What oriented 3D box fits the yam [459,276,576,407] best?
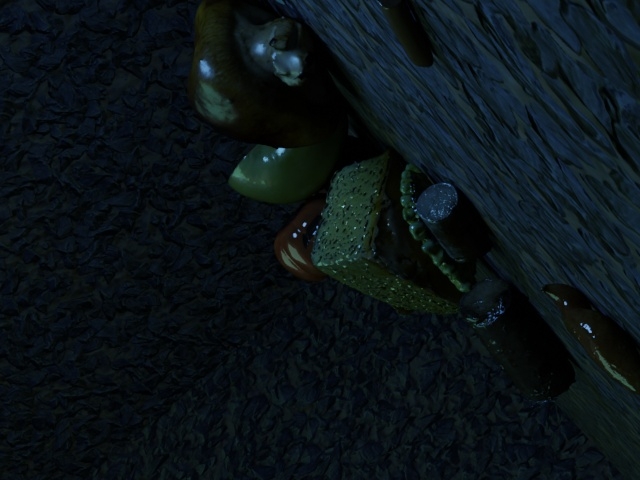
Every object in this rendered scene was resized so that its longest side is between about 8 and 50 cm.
[{"bbox_3d":[0.382,0.196,2.206,0.279,0.131,0.131,50,180,-31],"label":"yam"}]

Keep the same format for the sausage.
[{"bbox_3d":[0.085,-0.203,1.118,0.026,0.026,0.116,50,-179,32],"label":"sausage"}]

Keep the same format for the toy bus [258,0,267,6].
[{"bbox_3d":[-0.159,-0.462,2.206,0.178,0.087,0.098,53,-179,-30],"label":"toy bus"}]

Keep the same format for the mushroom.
[{"bbox_3d":[-0.084,-0.309,2.037,0.345,0.260,0.345,36,-148,-27],"label":"mushroom"}]

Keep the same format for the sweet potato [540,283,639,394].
[{"bbox_3d":[0.351,0.120,1.446,0.055,0.058,0.202,-3,-140,-31],"label":"sweet potato"}]

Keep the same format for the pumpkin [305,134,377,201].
[{"bbox_3d":[0.086,-0.097,2.620,0.320,0.192,0.320,49,-179,-1],"label":"pumpkin"}]

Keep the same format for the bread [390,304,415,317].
[{"bbox_3d":[0.190,0.034,2.466,0.192,0.210,0.110,49,176,-27],"label":"bread"}]

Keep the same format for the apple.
[{"bbox_3d":[-0.058,-0.219,2.398,0.233,0.295,0.258,11,-179,14],"label":"apple"}]

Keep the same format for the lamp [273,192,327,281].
[{"bbox_3d":[0.000,0.000,2.427,0.164,0.187,0.187,43,-179,-7],"label":"lamp"}]

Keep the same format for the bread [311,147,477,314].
[{"bbox_3d":[0.172,-0.008,2.286,0.315,0.279,0.248,17,160,-33],"label":"bread"}]

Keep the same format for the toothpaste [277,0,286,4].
[{"bbox_3d":[-0.118,-0.451,1.942,0.197,0.029,0.048,46,179,41],"label":"toothpaste"}]

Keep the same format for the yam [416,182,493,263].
[{"bbox_3d":[0.214,-0.025,1.838,0.141,0.079,0.079,49,-179,-45],"label":"yam"}]

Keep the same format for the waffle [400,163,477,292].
[{"bbox_3d":[0.202,-0.023,1.972,0.208,0.054,0.214,54,-158,-19],"label":"waffle"}]
